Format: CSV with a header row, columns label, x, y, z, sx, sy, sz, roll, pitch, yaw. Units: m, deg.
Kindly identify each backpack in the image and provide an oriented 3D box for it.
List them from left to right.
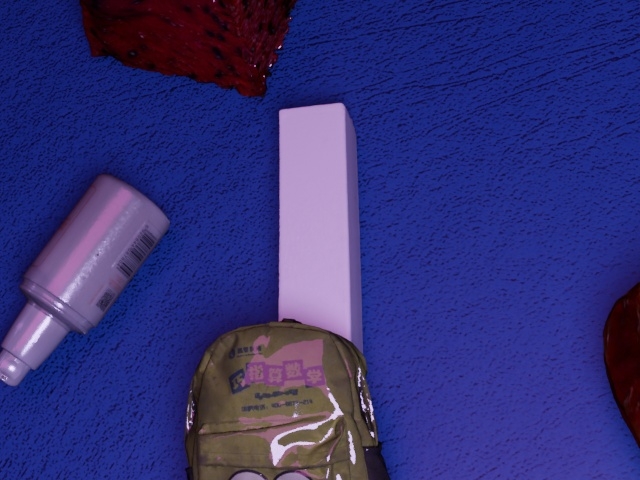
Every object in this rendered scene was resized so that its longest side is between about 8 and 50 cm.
label,x,y,z,sx,sy,sz,roll,pitch,yaw
backpack,-0.033,0.203,1.255,0.207,0.140,0.253,-5,88,11

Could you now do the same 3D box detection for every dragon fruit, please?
label,x,y,z,sx,sy,sz,roll,pitch,yaw
dragon fruit,-0.114,-0.294,1.452,0.302,0.330,0.240,-40,86,-8

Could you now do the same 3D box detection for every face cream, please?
label,x,y,z,sx,sy,sz,roll,pitch,yaw
face cream,-0.277,0.051,1.421,0.101,0.101,0.252,30,76,23

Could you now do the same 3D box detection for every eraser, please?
label,x,y,z,sx,sy,sz,roll,pitch,yaw
eraser,-0.001,0.000,1.393,0.078,0.076,0.298,-6,65,11

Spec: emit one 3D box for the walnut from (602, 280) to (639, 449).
label,x,y,z,sx,sy,sz,roll,pitch,yaw
walnut,0.397,0.122,1.175,0.244,0.221,0.269,-29,78,20
